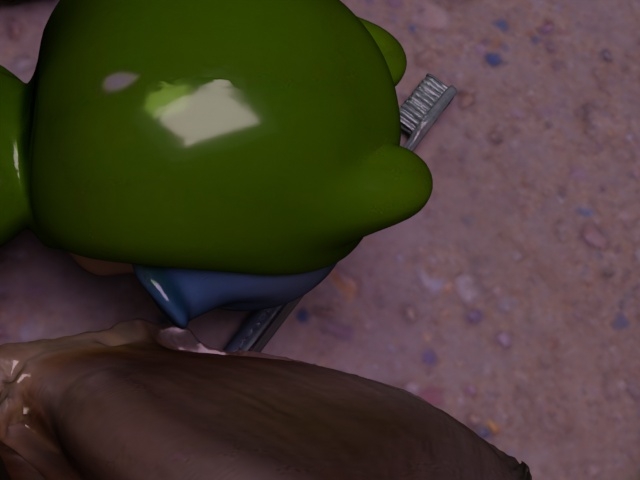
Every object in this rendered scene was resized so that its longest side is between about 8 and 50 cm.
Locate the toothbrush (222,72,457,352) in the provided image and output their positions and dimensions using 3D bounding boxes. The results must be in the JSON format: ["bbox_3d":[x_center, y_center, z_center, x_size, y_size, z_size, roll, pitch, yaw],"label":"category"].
[{"bbox_3d":[0.000,0.000,0.654,0.019,0.016,0.219,36,64,2],"label":"toothbrush"}]

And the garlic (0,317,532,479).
[{"bbox_3d":[-0.053,0.100,0.481,0.210,0.292,0.237,-50,132,-13],"label":"garlic"}]

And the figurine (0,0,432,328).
[{"bbox_3d":[-0.091,-0.039,0.580,0.263,0.143,0.162,-3,39,-3],"label":"figurine"}]
